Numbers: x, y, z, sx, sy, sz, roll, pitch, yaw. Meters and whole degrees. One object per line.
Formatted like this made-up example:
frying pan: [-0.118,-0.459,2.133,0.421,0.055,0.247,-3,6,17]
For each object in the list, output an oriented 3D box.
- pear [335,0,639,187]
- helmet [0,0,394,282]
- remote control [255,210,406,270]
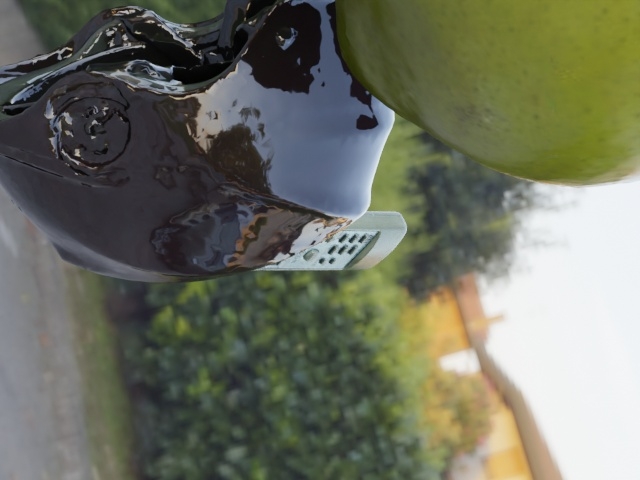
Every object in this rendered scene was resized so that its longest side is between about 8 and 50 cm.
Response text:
pear: [0.174,-0.180,0.649,0.287,0.375,0.287,41,42,-52]
helmet: [-0.090,-0.063,0.907,0.225,0.305,0.177,-90,161,-68]
remote control: [0.000,0.000,1.687,0.098,0.234,0.038,-48,-125,35]
